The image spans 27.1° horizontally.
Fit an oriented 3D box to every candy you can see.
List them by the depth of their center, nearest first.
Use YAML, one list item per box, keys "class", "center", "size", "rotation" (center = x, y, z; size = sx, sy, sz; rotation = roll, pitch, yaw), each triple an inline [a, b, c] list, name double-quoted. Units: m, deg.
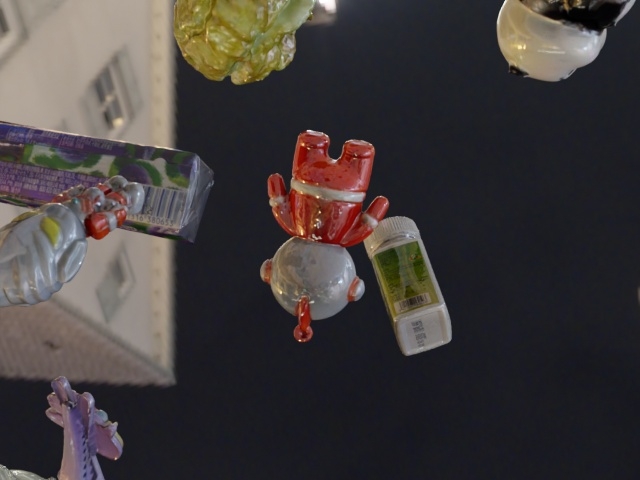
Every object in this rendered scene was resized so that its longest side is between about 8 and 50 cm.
- class: "candy"
  center: [-0.262, -0.068, 1.421]
  size: [0.312, 0.061, 0.088]
  rotation: [12, -100, 22]

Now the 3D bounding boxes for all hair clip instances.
- class: "hair clip"
  center: [-0.351, 0.299, 1.924]
  size: [0.137, 0.279, 0.090]
  rotation: [30, -142, 26]

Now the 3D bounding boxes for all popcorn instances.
- class: "popcorn"
  center: [-0.108, -0.323, 1.854]
  size: [0.183, 0.221, 0.204]
  rotation: [39, -140, 0]

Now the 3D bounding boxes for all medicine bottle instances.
- class: "medicine bottle"
  center: [0.133, 0.063, 2.044]
  size: [0.088, 0.132, 0.189]
  rotation: [-18, -123, 1]

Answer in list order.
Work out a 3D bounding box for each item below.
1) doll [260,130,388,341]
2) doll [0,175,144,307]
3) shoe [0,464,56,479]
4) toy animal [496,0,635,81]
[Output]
- class: "doll"
  center: [0.000, 0.000, 1.537]
  size: [0.142, 0.245, 0.076]
  rotation: [11, -167, 10]
- class: "doll"
  center: [-0.225, 0.000, 1.126]
  size: [0.094, 0.079, 0.180]
  rotation: [25, -129, 30]
- class: "shoe"
  center: [-0.324, 0.419, 1.574]
  size: [0.132, 0.210, 0.342]
  rotation: [-30, -112, 20]
- class: "toy animal"
  center: [0.288, -0.277, 1.564]
  size: [0.138, 0.179, 0.166]
  rotation: [21, -144, 1]
